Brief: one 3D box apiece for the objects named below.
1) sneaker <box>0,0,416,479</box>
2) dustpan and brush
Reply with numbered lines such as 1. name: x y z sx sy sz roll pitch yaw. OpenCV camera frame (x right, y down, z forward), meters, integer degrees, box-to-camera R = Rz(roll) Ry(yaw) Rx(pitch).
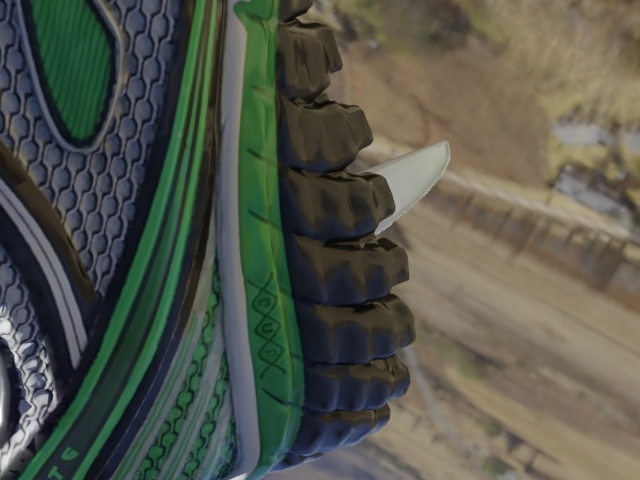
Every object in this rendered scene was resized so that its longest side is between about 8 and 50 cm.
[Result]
1. sneaker: -0.075 -0.068 0.323 0.134 0.146 0.343 32 139 52
2. dustpan and brush: 0.000 0.000 1.088 0.147 0.211 0.060 -20 95 38
